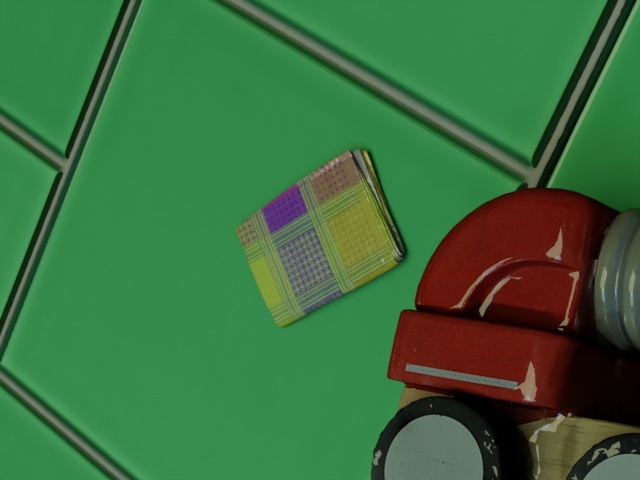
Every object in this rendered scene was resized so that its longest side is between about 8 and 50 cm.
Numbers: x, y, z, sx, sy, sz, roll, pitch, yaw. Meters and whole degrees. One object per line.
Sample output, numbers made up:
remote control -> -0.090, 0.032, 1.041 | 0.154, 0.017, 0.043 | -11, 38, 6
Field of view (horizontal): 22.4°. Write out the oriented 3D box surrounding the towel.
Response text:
towel -> 0.000, 0.000, 0.763 | 0.083, 0.009, 0.060 | -32, 74, 32

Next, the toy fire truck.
toy fire truck -> 0.137, 0.007, 0.596 | 0.217, 0.158, 0.246 | 8, 83, 35
